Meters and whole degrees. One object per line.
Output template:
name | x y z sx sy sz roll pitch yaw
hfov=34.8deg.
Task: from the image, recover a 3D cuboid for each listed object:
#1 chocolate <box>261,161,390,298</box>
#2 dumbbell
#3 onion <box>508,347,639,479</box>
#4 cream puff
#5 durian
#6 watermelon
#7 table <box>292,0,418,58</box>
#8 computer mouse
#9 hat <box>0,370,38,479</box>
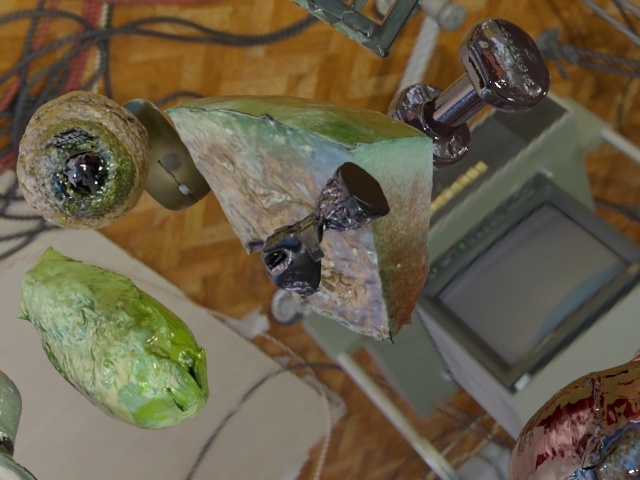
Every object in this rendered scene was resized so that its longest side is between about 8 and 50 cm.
chocolate | -0.002 -0.003 0.938 0.147 0.072 0.070 -51 -173 28
dumbbell | 0.203 -0.200 1.431 0.124 0.140 0.225 -16 166 -36
onion | 0.332 0.212 1.002 0.314 0.232 0.314 -5 147 -3
cream puff | -0.305 -0.099 1.299 0.183 0.169 0.183 -1 98 -8
durian | -0.168 0.088 0.846 0.101 0.250 0.139 -51 141 -8
watermelon | -0.005 -0.064 1.123 0.151 0.264 0.302 -47 136 -31
table | -0.033 -0.348 0.755 0.335 0.222 0.272 30 103 -13
computer mouse | -0.253 -0.130 1.605 0.102 0.045 0.199 -34 114 9
hat | -0.426 0.204 1.183 0.257 0.257 0.130 64 31 -50
